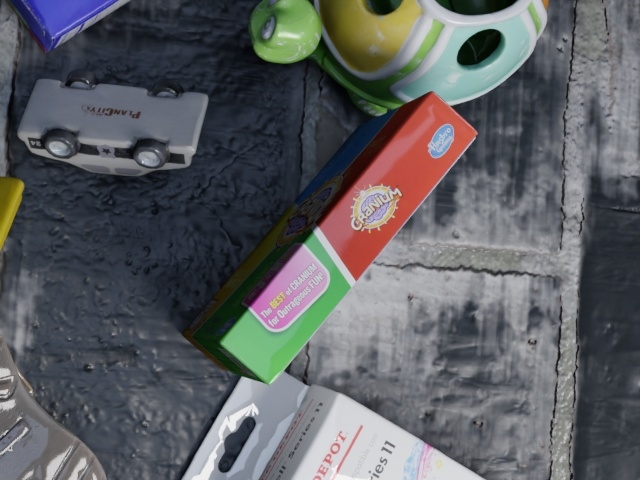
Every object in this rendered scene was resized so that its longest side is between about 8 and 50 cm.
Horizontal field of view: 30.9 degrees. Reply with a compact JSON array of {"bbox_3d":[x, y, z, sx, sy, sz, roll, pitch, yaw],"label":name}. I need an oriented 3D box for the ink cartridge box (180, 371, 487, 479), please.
[{"bbox_3d":[0.039,0.295,1.244,0.353,0.119,0.207,32,80,-12],"label":"ink cartridge box"}]

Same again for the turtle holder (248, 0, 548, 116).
[{"bbox_3d":[0.091,-0.269,1.225,0.320,0.227,0.243,13,85,-15],"label":"turtle holder"}]

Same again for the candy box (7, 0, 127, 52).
[{"bbox_3d":[-0.230,-0.391,1.198,0.317,0.122,0.268,-36,98,-15],"label":"candy box"}]

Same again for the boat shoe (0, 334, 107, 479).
[{"bbox_3d":[-0.344,0.162,1.143,0.123,0.116,0.324,-38,104,-22],"label":"boat shoe"}]

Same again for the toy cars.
[{"bbox_3d":[-0.298,-0.064,1.177,0.394,0.087,0.176,-27,57,-18],"label":"toy cars"}]

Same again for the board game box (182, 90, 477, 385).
[{"bbox_3d":[0.000,0.000,1.184,0.064,0.242,0.316,42,77,-10],"label":"board game box"}]
